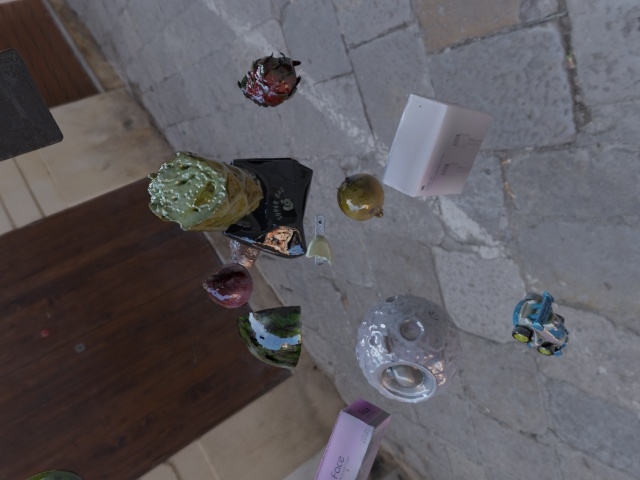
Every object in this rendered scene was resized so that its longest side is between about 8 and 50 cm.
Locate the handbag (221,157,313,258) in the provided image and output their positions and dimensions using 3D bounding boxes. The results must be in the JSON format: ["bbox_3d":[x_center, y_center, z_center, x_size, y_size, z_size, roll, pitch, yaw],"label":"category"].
[{"bbox_3d":[-0.174,-0.122,1.539,0.152,0.287,0.343,-12,73,61],"label":"handbag"}]

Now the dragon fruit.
[{"bbox_3d":[-0.167,-0.540,1.579,0.188,0.182,0.182,-30,88,39],"label":"dragon fruit"}]

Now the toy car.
[{"bbox_3d":[0.555,0.210,1.130,0.161,0.126,0.098,37,157,-4],"label":"toy car"}]

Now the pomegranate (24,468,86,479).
[{"bbox_3d":[-0.705,0.753,1.207,0.236,0.235,0.302,32,120,47],"label":"pomegranate"}]

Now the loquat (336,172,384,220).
[{"bbox_3d":[0.148,-0.147,1.622,0.204,0.172,0.149,40,139,-18],"label":"loquat"}]

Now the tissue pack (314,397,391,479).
[{"bbox_3d":[0.069,0.518,1.101,0.092,0.246,0.148,21,-178,25],"label":"tissue pack"}]

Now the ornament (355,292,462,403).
[{"bbox_3d":[0.280,0.330,1.480,0.337,0.337,0.337,44,150,34],"label":"ornament"}]

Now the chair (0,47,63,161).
[{"bbox_3d":[-0.672,-0.258,0.947,0.416,0.240,0.203,19,134,40],"label":"chair"}]

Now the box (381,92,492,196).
[{"bbox_3d":[0.269,-0.213,1.070,0.106,0.251,0.203,33,116,34],"label":"box"}]

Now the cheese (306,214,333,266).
[{"bbox_3d":[0.000,0.000,2.103,0.050,0.127,0.235,-140,52,-80],"label":"cheese"}]

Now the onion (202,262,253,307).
[{"bbox_3d":[-0.329,0.154,1.610,0.159,0.194,0.160,-6,81,42],"label":"onion"}]

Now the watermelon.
[{"bbox_3d":[-0.106,0.220,1.119,0.193,0.137,0.145,40,158,-2],"label":"watermelon"}]

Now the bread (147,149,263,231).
[{"bbox_3d":[-0.300,-0.127,1.227,0.196,0.238,0.252,60,-174,3],"label":"bread"}]

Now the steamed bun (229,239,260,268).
[{"bbox_3d":[-0.313,0.023,1.885,0.145,0.106,0.175,21,93,57],"label":"steamed bun"}]
